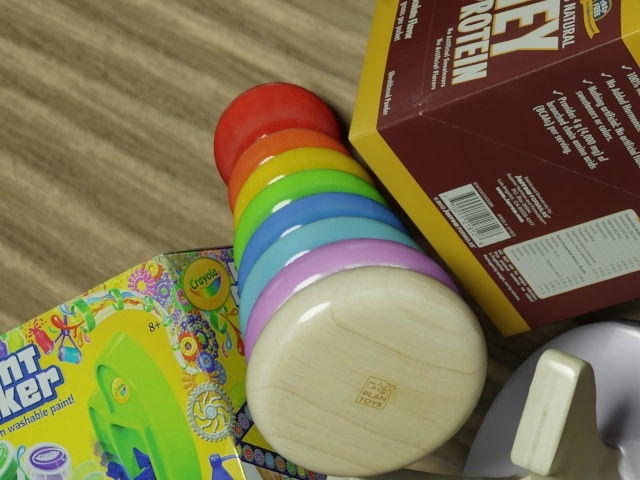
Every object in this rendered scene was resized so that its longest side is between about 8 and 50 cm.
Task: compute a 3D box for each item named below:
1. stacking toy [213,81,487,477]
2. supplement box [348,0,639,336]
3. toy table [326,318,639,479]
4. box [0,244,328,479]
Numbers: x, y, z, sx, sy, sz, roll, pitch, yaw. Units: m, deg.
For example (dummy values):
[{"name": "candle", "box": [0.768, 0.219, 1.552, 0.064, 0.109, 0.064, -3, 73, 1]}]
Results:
[{"name": "stacking toy", "box": [0.000, 0.000, 1.169, 0.141, 0.141, 0.330, -55, 27, 21]}, {"name": "supplement box", "box": [0.154, -0.071, 1.087, 0.194, 0.129, 0.191, -19, 129, 29]}, {"name": "toy table", "box": [0.144, 0.189, 1.149, 0.252, 0.161, 0.274, 7, 96, 29]}, {"name": "box", "box": [-0.123, 0.184, 1.291, 0.290, 0.177, 0.279, -27, 80, 28]}]
